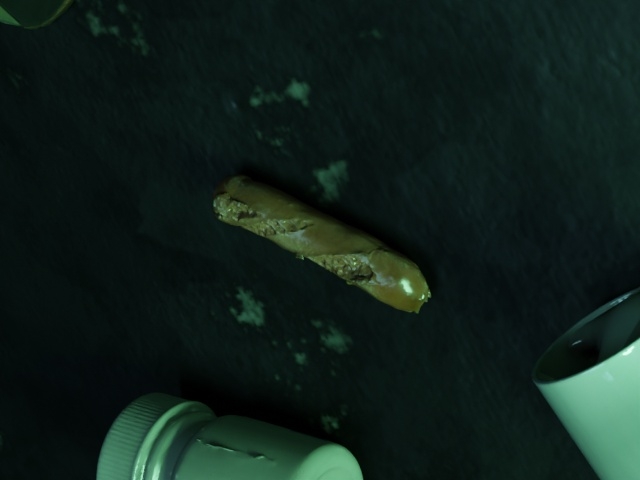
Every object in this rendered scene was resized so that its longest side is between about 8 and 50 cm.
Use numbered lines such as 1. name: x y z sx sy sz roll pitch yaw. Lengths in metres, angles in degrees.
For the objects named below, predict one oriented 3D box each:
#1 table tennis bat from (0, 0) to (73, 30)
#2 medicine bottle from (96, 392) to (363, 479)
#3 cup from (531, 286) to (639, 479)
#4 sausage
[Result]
1. table tennis bat: -0.218 -0.186 1.148 0.130 0.019 0.220 44 136 7
2. medicine bottle: -0.062 0.173 1.214 0.168 0.105 0.105 12 126 33
3. cup: 0.192 0.095 0.968 0.099 0.136 0.133 -34 97 13
4. sausage: 0.000 0.000 1.090 0.158 0.042 0.036 27 95 20
